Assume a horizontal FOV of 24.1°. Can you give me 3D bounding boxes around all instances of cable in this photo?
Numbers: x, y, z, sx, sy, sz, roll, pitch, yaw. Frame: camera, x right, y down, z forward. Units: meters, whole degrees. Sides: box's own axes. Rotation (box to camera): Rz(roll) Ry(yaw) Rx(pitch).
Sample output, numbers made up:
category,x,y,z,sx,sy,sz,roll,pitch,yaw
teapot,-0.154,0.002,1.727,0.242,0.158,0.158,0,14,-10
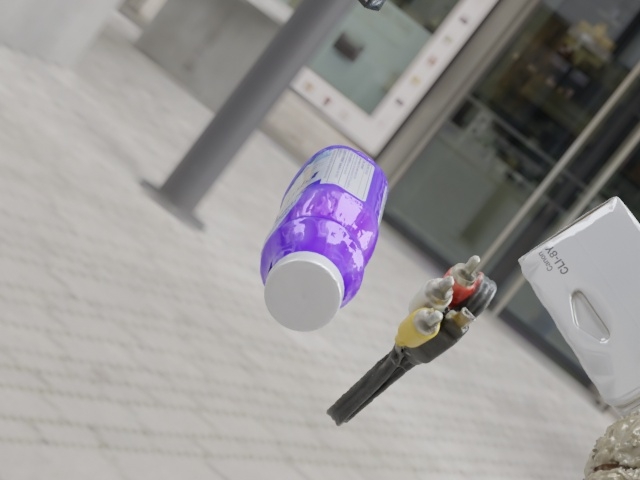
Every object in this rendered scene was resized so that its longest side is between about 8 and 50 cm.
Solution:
category,x,y,z,sx,sy,sz,roll,pitch,yaw
cable,0.093,0.105,1.651,0.072,0.287,0.139,46,50,-2

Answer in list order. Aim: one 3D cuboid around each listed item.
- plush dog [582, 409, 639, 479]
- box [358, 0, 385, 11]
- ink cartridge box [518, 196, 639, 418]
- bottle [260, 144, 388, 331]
category,x,y,z,sx,sy,sz,roll,pitch,yaw
plush dog,0.340,0.290,1.656,0.211,0.262,0.225,29,49,-7
box,0.051,-0.260,1.358,0.018,0.083,0.067,4,40,-41
ink cartridge box,0.445,0.162,1.957,0.384,0.160,0.279,46,12,-49
bottle,0.000,0.000,1.383,0.092,0.118,0.283,34,21,-6
